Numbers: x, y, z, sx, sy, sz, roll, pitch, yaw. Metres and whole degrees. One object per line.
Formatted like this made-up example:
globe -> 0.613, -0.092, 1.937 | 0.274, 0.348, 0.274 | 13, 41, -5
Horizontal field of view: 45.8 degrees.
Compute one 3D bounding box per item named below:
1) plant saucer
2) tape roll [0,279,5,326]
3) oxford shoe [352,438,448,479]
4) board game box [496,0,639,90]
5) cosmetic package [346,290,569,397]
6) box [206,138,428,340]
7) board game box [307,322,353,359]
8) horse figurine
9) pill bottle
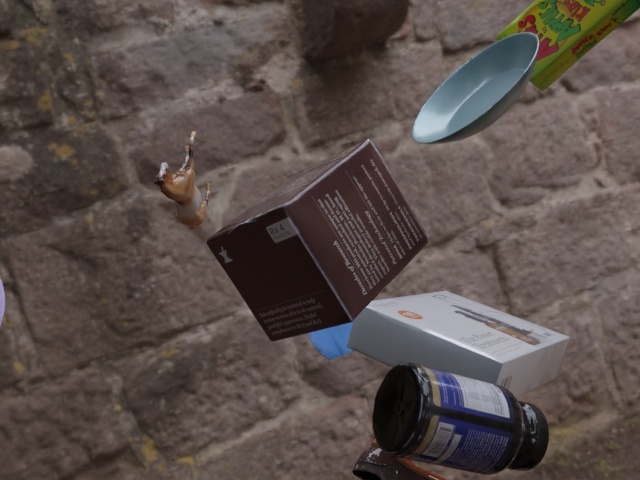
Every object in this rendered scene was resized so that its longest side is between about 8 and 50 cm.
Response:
plant saucer -> 0.202, -0.182, 0.958 | 0.195, 0.037, 0.195 | -40, 21, 19
tape roll -> -0.448, 0.083, 0.825 | 0.189, 0.189, 0.080 | -19, -20, -37
oxford shoe -> 0.177, 0.471, 1.377 | 0.271, 0.096, 0.098 | 29, 54, 36
board game box -> 0.332, -0.295, 0.995 | 0.181, 0.092, 0.043 | -42, -31, 25
cosmetic package -> 0.270, 0.191, 1.427 | 0.285, 0.097, 0.377 | 18, 10, 32
box -> 0.000, 0.000, 1.005 | 0.169, 0.167, 0.203 | -20, 16, 46
board game box -> 0.022, 0.200, 1.711 | 0.169, 0.133, 0.033 | -11, -18, -46
horse figurine -> -0.287, -0.106, 1.641 | 0.066, 0.174, 0.263 | 3, -36, 4
pill bottle -> 0.191, 0.244, 1.013 | 0.219, 0.122, 0.123 | 18, -7, -23
